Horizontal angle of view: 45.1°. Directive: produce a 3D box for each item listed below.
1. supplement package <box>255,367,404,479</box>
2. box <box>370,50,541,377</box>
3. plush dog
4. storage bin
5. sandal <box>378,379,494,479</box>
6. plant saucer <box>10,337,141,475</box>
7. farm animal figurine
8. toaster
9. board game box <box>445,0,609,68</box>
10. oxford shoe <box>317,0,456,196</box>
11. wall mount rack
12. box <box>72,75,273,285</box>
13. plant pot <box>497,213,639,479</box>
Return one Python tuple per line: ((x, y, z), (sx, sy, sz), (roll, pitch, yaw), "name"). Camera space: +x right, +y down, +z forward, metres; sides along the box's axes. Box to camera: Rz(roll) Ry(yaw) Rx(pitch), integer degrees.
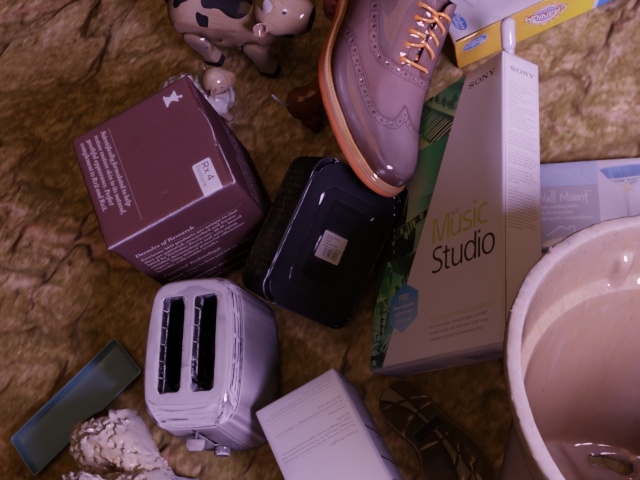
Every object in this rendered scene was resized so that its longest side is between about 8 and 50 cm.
((0.023, 0.250, 0.850), (0.105, 0.105, 0.179), (-30, 64, 3), "supplement package")
((0.146, -0.020, 0.867), (0.232, 0.058, 0.322), (-28, 51, 56), "box")
((-0.259, 0.349, 0.861), (0.225, 0.262, 0.210), (-41, 101, 10), "plush dog")
((0.000, 0.000, 0.919), (0.084, 0.122, 0.180), (15, 81, 65), "storage bin")
((0.131, 0.231, 0.861), (0.072, 0.049, 0.180), (-37, 49, -6), "sandal")
((-0.319, 0.218, 1.013), (0.192, 0.018, 0.067), (-44, 64, -4), "plant saucer")
((-0.069, -0.323, 1.049), (0.327, 0.172, 0.330), (-2, 73, 17), "farm animal figurine")
((-0.126, 0.136, 0.915), (0.129, 0.146, 0.227), (-4, 69, 14), "toaster")
((0.284, -0.403, 1.044), (0.316, 0.064, 0.242), (-23, 65, 7), "board game box")
((0.085, -0.231, 0.900), (0.133, 0.130, 0.363), (-19, 66, 42), "oxford shoe")
((0.323, -0.108, 0.885), (0.350, 0.130, 0.304), (-2, 66, 15), "wall mount rack")
((-0.170, -0.058, 0.972), (0.167, 0.203, 0.168), (-28, 64, 5), "box")
((0.285, 0.202, 0.647), (0.334, 0.305, 0.334), (2, 49, -2), "plant pot")
